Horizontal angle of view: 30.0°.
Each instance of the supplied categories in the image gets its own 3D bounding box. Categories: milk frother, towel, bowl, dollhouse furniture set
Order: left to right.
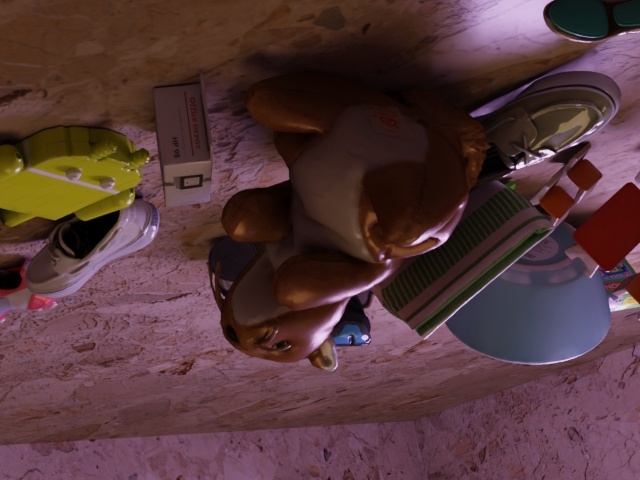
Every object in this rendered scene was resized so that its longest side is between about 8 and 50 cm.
[{"bbox_3d":[-0.110,0.039,2.066,0.143,0.129,0.135,-52,170,-13],"label":"milk frother"},{"bbox_3d":[0.161,0.000,1.674,0.248,0.038,0.325,-40,-155,-3],"label":"towel"},{"bbox_3d":[0.374,0.062,2.149,0.311,0.311,0.163,-8,124,-9],"label":"bowl"},{"bbox_3d":[0.506,-0.054,1.893,0.259,0.262,0.135,-41,172,-23],"label":"dollhouse furniture set"}]

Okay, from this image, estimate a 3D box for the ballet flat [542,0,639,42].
[{"bbox_3d":[0.331,-0.258,1.410,0.168,0.057,0.052,-5,172,-18],"label":"ballet flat"}]

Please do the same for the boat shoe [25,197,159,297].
[{"bbox_3d":[-0.363,0.009,1.785,0.267,0.096,0.088,-22,156,31],"label":"boat shoe"}]

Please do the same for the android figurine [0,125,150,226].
[{"bbox_3d":[-0.350,-0.081,1.569,0.273,0.056,0.248,-18,162,28],"label":"android figurine"}]

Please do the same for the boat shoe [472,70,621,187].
[{"bbox_3d":[0.272,-0.136,1.636,0.302,0.094,0.109,-23,124,38],"label":"boat shoe"}]

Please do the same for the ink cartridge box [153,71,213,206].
[{"bbox_3d":[-0.168,-0.122,1.457,0.060,0.104,0.180,-7,162,-9],"label":"ink cartridge box"}]

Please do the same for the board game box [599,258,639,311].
[{"bbox_3d":[0.441,0.072,2.311,0.317,0.213,0.046,-8,126,-9],"label":"board game box"}]

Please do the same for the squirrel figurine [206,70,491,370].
[{"bbox_3d":[0.036,-0.010,1.541,0.397,0.281,0.370,-30,151,-51],"label":"squirrel figurine"}]

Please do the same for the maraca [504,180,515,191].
[{"bbox_3d":[0.257,-0.047,1.977,0.185,0.099,0.127,-15,146,-42],"label":"maraca"}]

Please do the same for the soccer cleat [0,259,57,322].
[{"bbox_3d":[-0.540,0.089,1.994,0.248,0.083,0.095,-15,134,31],"label":"soccer cleat"}]

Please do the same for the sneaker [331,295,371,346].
[{"bbox_3d":[0.007,0.105,2.078,0.125,0.140,0.341,5,-176,-14],"label":"sneaker"}]

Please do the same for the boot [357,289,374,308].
[{"bbox_3d":[0.065,0.077,2.344,0.106,0.082,0.219,16,162,-10],"label":"boot"}]
